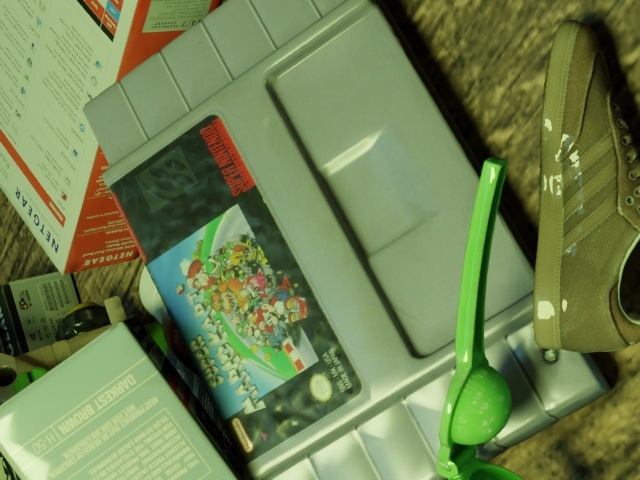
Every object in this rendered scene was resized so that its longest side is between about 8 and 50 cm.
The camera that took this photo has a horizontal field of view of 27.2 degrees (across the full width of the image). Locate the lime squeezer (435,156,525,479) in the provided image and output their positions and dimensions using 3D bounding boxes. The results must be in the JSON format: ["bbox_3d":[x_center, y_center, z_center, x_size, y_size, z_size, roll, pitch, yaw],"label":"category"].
[{"bbox_3d":[0.109,0.114,0.735,0.110,0.059,0.310,-17,96,51],"label":"lime squeezer"}]

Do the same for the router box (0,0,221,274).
[{"bbox_3d":[-0.243,-0.193,1.175,0.335,0.082,0.301,50,134,30],"label":"router box"}]

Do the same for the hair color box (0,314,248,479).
[{"bbox_3d":[-0.065,0.233,0.902,0.374,0.113,0.185,55,175,-2],"label":"hair color box"}]

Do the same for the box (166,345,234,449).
[{"bbox_3d":[-0.062,0.213,1.089,0.183,0.056,0.231,29,121,44],"label":"box"}]

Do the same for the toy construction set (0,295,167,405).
[{"bbox_3d":[-0.210,0.195,1.139,0.257,0.237,0.309,41,148,57],"label":"toy construction set"}]

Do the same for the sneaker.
[{"bbox_3d":[0.160,-0.030,0.754,0.071,0.066,0.188,3,90,10],"label":"sneaker"}]

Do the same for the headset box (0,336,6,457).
[{"bbox_3d":[-0.468,0.182,1.297,0.283,0.246,0.131,-15,89,53],"label":"headset box"}]

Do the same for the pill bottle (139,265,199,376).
[{"bbox_3d":[-0.051,0.067,0.992,0.193,0.108,0.108,33,124,41],"label":"pill bottle"}]

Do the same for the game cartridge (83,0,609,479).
[{"bbox_3d":[0.000,0.000,0.864,0.230,0.068,0.355,-32,71,11],"label":"game cartridge"}]

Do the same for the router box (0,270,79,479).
[{"bbox_3d":[-0.297,0.209,1.357,0.243,0.081,0.309,-27,79,51],"label":"router box"}]
